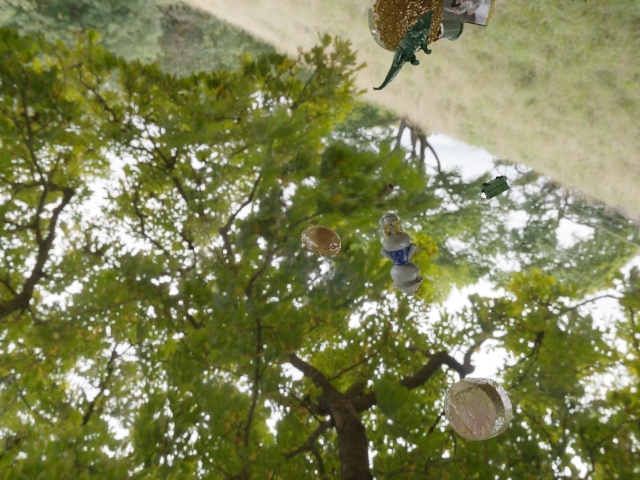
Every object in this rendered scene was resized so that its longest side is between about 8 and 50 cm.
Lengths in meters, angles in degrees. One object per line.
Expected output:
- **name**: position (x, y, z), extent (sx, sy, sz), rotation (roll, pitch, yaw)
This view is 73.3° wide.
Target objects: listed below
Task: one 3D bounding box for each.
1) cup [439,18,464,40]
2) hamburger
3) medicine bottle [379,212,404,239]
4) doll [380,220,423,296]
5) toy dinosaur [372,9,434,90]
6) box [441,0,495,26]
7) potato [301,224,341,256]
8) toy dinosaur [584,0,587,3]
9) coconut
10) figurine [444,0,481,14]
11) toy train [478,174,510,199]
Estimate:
- **cup**: position (0.597, -1.006, 2.045), extent (0.141, 0.120, 0.120), rotation (-24, -149, -26)
- **hamburger**: position (0.322, -0.842, 1.607), extent (0.294, 0.276, 0.179), rotation (-20, -156, -18)
- **medicine bottle**: position (0.288, -0.034, 1.712), extent (0.086, 0.086, 0.183), rotation (4, -151, -2)
- **doll**: position (0.299, 0.072, 1.588), extent (0.138, 0.293, 0.119), rotation (-13, -167, 22)
- **toy dinosaur**: position (0.291, -0.616, 1.425), extent (0.079, 0.292, 0.120), rotation (16, -164, -40)
- **box**: position (0.564, -0.940, 1.707), extent (0.247, 0.129, 0.033), rotation (28, -144, 27)
- **potato**: position (0.000, 0.000, 1.564), extent (0.118, 0.109, 0.178), rotation (-13, -163, -29)
- **toy dinosaur**: position (0.851, -0.824, 1.442), extent (0.026, 0.113, 0.041), rotation (6, 152, -36)
- **coconut**: position (0.385, 0.407, 1.047), extent (0.147, 0.147, 0.152), rotation (20, 178, 37)
- **figurine**: position (0.496, -0.778, 1.221), extent (0.315, 0.207, 0.284), rotation (-17, -175, 26)
- **toy train**: position (0.570, -0.174, 1.407), extent (0.093, 0.056, 0.038), rotation (-28, -170, 5)
